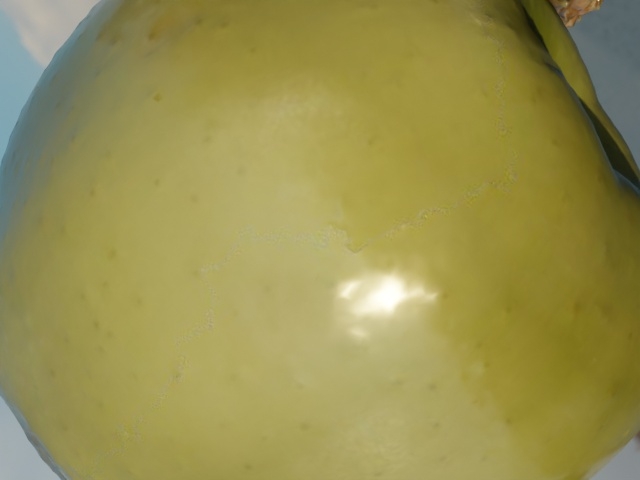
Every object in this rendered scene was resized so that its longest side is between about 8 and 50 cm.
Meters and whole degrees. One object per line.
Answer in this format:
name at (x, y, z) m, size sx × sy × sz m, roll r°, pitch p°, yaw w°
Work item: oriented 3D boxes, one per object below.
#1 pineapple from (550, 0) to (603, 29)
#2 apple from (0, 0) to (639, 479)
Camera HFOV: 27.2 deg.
pineapple at (0.223, -0.254, 1.079) m, size 0.169 × 0.169 × 0.340 m, roll 48°, pitch 147°, yaw -21°
apple at (0.000, 0.000, 0.882) m, size 0.473 × 0.473 × 0.473 m, roll 49°, pitch -173°, yaw -9°
